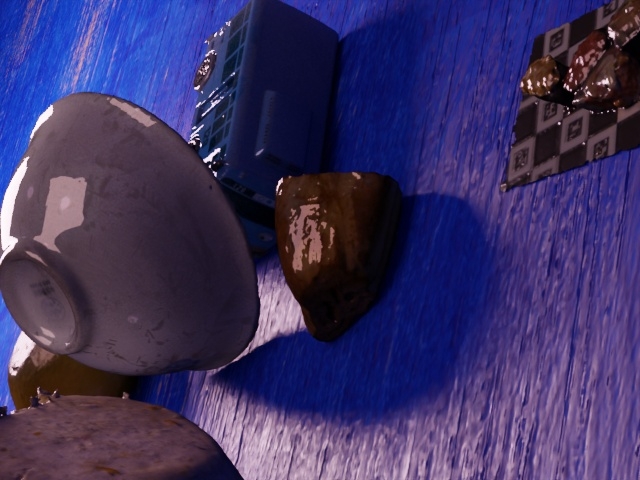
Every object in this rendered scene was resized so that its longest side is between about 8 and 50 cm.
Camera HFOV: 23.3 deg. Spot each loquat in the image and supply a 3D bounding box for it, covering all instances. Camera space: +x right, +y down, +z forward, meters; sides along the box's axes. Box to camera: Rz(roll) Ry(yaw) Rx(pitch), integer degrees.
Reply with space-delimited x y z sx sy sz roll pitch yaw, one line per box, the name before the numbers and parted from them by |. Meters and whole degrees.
loquat | -0.279 0.146 1.744 0.195 0.152 0.152 -49 30 19

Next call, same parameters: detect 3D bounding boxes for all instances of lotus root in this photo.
lotus root | 0.002 0.004 1.350 0.159 0.095 0.135 -45 36 51

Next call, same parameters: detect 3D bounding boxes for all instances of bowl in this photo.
bowl | -0.219 0.028 1.494 0.146 0.313 0.313 -39 2 -40

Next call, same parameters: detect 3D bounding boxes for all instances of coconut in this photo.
coconut | -0.211 0.316 1.226 0.346 0.346 0.360 -143 57 -65

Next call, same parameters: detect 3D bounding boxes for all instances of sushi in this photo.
sushi | 0.189 -0.121 1.138 0.201 0.031 0.139 -21 52 58

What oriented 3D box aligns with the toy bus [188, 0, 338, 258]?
toy bus | -0.061 -0.115 1.542 0.133 0.116 0.234 -35 39 47
